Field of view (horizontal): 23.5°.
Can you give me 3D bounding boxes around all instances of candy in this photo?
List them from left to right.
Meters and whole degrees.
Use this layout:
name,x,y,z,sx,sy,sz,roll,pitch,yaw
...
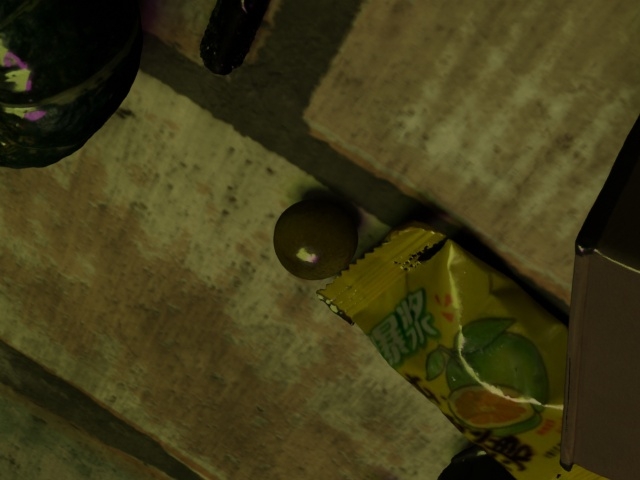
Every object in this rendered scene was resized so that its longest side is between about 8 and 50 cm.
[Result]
name,x,y,z,sx,sy,sz,roll,pitch,yaw
candy,0.143,0.108,1.294,0.297,0.081,0.187,42,142,-3

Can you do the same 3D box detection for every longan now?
name,x,y,z,sx,sy,sz,roll,pitch,yaw
longan,0.000,0.000,1.301,0.083,0.075,0.075,5,169,-44

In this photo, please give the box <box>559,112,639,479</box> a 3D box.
name,x,y,z,sx,sy,sz,roll,pitch,yaw
box,0.263,0.049,1.040,0.153,0.188,0.252,19,142,19

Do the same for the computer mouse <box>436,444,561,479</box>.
name,x,y,z,sx,sy,sz,roll,pitch,yaw
computer mouse,0.229,0.305,1.450,0.295,0.087,0.168,48,132,-3

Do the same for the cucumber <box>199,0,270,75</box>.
name,x,y,z,sx,sy,sz,roll,pitch,yaw
cucumber,-0.055,-0.180,1.137,0.043,0.039,0.163,14,149,-10

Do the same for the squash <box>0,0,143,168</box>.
name,x,y,z,sx,sy,sz,roll,pitch,yaw
squash,-0.259,-0.175,1.191,0.252,0.165,0.252,23,147,16
